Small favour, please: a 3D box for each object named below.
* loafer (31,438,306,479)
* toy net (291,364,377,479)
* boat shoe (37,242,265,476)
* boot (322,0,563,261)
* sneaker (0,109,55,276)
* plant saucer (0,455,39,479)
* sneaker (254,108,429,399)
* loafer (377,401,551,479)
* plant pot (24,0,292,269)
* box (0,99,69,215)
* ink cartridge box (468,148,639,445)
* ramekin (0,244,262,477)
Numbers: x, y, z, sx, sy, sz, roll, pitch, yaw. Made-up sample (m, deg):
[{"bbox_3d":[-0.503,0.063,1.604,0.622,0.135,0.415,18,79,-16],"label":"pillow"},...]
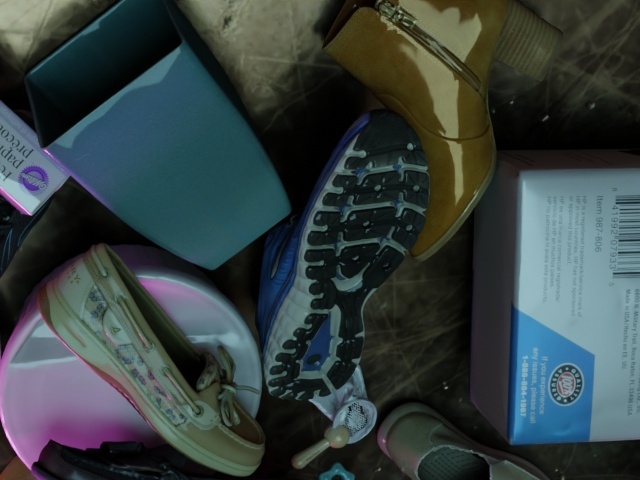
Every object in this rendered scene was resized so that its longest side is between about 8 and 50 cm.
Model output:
[{"bbox_3d":[-0.144,0.244,1.709,0.303,0.109,0.095,24,89,-28],"label":"loafer"},{"bbox_3d":[0.027,0.251,1.849,0.122,0.045,0.232,17,81,-17],"label":"toy net"},{"bbox_3d":[-0.145,0.121,1.636,0.089,0.104,0.285,-42,115,12],"label":"boat shoe"},{"bbox_3d":[0.090,-0.143,1.714,0.211,0.104,0.295,24,105,-15],"label":"boot"},{"bbox_3d":[-0.333,-0.002,1.681,0.101,0.106,0.267,23,107,-18],"label":"sneaker"},{"bbox_3d":[-0.250,0.316,1.889,0.241,0.037,0.241,-5,117,-9],"label":"plant saucer"},{"bbox_3d":[0.000,0.000,1.714,0.130,0.147,0.330,5,126,-30],"label":"sneaker"},{"bbox_3d":[0.179,0.284,1.930,0.268,0.092,0.102,31,106,-23],"label":"loafer"},{"bbox_3d":[-0.144,-0.095,1.648,0.166,0.165,0.234,-36,123,6],"label":"plant pot"},{"bbox_3d":[-0.372,-0.153,1.581,0.324,0.067,0.063,43,81,-13],"label":"box"},{"bbox_3d":[0.369,0.051,1.787,0.395,0.166,0.285,-1,102,-11],"label":"ink cartridge box"},{"bbox_3d":[-0.201,0.128,1.758,0.273,0.127,0.272,-5,116,-9],"label":"ramekin"}]
